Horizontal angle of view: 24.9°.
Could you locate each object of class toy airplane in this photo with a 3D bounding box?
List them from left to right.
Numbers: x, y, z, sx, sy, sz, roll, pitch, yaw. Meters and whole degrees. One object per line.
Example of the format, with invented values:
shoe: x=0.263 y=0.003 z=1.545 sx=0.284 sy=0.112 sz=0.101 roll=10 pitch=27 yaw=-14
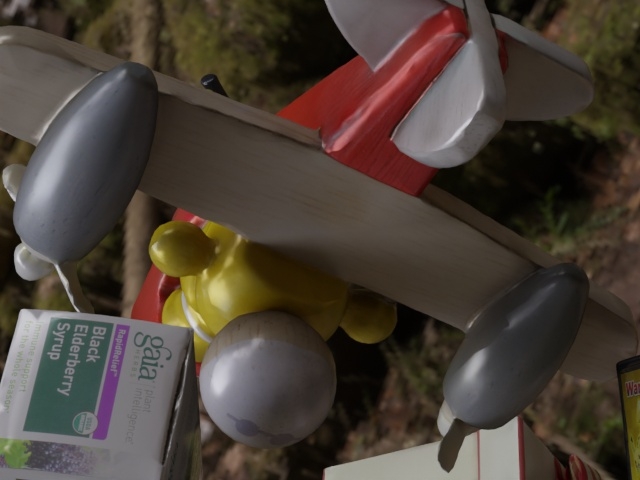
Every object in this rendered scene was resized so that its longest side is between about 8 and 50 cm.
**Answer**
toy airplane: x=0.000 y=0.000 z=0.932 sx=0.384 sy=0.386 sz=0.272 roll=67 pitch=-151 yaw=-55

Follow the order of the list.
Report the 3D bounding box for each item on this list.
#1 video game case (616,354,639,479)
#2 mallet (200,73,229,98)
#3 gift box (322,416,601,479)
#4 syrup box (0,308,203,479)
video game case: x=0.251 y=0.176 z=0.837 sx=0.275 sy=0.035 sz=0.248 roll=135 pitch=132 yaw=-74
mallet: x=-0.054 y=-0.085 z=1.385 sx=0.062 sy=0.190 sz=0.039 roll=16 pitch=59 yaw=37
gift box: x=0.169 y=0.340 z=1.442 sx=0.258 sy=0.276 sz=0.255 roll=-18 pitch=52 yaw=26
syrup box: x=-0.119 y=0.140 z=0.810 sx=0.237 sy=0.096 sz=0.093 roll=92 pitch=-176 yaw=-56
